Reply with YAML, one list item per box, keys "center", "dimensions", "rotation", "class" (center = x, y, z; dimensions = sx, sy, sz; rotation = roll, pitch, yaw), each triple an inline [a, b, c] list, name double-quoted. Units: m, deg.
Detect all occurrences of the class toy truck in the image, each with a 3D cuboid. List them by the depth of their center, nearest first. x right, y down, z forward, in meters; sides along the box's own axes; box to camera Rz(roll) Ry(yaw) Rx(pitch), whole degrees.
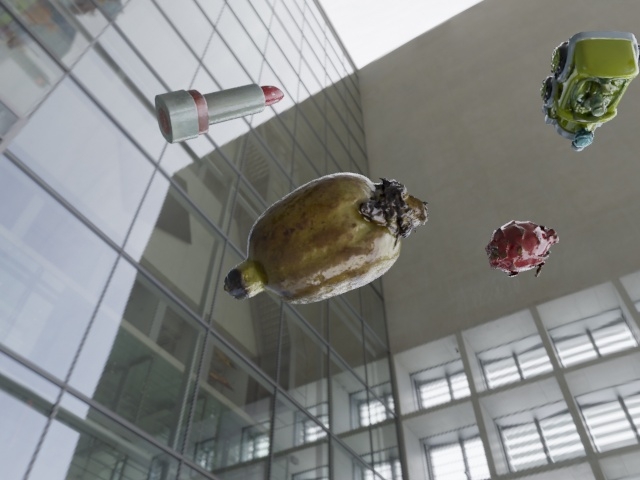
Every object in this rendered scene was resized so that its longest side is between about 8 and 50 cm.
- center: [0.261, -0.140, 0.514]
  dimensions: [0.076, 0.111, 0.077]
  rotation: [2, -121, 8]
  class: "toy truck"

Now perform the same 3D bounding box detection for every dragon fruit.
- center: [0.465, 0.012, 1.234]
  dimensions: [0.166, 0.136, 0.133]
  rotation: [-23, -155, 2]
  class: "dragon fruit"

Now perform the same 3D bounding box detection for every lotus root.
- center: [0.000, 0.000, 0.775]
  dimensions: [0.314, 0.169, 0.141]
  rotation: [-23, 176, 3]
  class: "lotus root"

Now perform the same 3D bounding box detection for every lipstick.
- center: [-0.133, -0.190, 0.741]
  dimensions: [0.186, 0.063, 0.057]
  rotation: [-22, -135, -29]
  class: "lipstick"
